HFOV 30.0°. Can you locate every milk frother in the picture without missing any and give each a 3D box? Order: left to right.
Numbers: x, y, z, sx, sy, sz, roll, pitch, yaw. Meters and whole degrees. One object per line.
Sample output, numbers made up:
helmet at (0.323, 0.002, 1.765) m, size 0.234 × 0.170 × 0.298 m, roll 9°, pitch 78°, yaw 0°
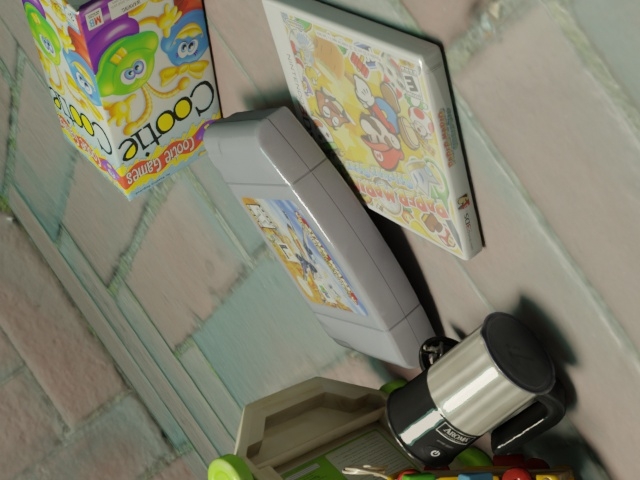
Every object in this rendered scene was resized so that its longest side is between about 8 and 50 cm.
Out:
milk frother at (0.140, 0.114, 1.082) m, size 0.135 × 0.129 × 0.143 m, roll -43°, pitch 46°, yaw 34°

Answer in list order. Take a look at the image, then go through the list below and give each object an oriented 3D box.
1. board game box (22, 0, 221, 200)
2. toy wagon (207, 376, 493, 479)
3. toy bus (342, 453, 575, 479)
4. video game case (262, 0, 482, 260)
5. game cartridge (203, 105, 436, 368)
board game box at (-0.213, -0.204, 1.295) m, size 0.142 × 0.144 × 0.275 m, roll 42°, pitch 155°, yaw 31°
toy wagon at (0.061, 0.273, 1.222) m, size 0.344 × 0.267 × 0.068 m, roll 41°, pitch 131°, yaw 32°
toy bus at (0.143, 0.260, 1.117) m, size 0.202 × 0.191 × 0.104 m, roll 162°, pitch 106°, yaw -66°
video game case at (0.043, -0.105, 1.057) m, size 0.227 × 0.026 × 0.206 m, roll 31°, pitch 147°, yaw 46°
game cartridge at (0.000, 0.000, 1.215) m, size 0.297 × 0.062 × 0.198 m, roll 57°, pitch 167°, yaw -16°
